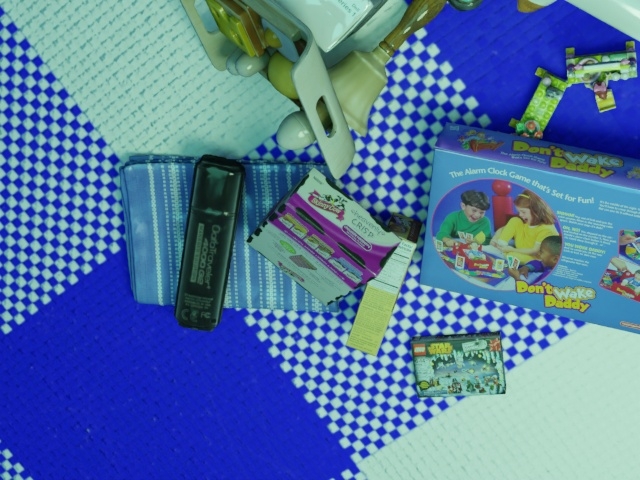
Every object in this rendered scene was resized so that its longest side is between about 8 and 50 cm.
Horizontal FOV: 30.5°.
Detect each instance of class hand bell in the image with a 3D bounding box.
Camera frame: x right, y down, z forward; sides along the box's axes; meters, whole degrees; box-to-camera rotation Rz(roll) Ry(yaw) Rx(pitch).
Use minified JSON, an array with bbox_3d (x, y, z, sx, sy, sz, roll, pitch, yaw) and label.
[{"bbox_3d":[0.100,-0.273,1.641,0.126,0.126,0.242,44,99,-3],"label":"hand bell"}]

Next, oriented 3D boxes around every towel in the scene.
[{"bbox_3d":[-0.139,-0.007,1.795,0.336,0.040,0.243,2,108,11],"label":"towel"}]

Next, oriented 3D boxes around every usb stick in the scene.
[{"bbox_3d":[-0.168,0.006,1.768,0.077,0.045,0.278,10,112,-1],"label":"usb stick"}]

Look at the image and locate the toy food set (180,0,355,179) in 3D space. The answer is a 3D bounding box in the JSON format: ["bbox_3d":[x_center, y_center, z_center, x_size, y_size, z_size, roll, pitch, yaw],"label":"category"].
[{"bbox_3d":[-0.084,-0.231,1.558,0.092,0.220,0.306,-40,54,-10],"label":"toy food set"}]

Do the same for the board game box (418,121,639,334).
[{"bbox_3d":[0.321,-0.014,1.623,0.347,0.078,0.233,13,126,13],"label":"board game box"}]

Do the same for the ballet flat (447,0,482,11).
[{"bbox_3d":[0.159,-0.396,1.587,0.074,0.074,0.203,-31,82,19],"label":"ballet flat"}]

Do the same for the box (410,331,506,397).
[{"bbox_3d":[0.210,0.190,1.785,0.137,0.027,0.094,-5,105,14],"label":"box"}]

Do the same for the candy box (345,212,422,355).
[{"bbox_3d":[0.095,0.063,1.728,0.053,0.109,0.187,21,109,4],"label":"candy box"}]

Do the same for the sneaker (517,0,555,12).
[{"bbox_3d":[0.218,-0.427,1.557,0.290,0.106,0.123,58,146,7],"label":"sneaker"}]

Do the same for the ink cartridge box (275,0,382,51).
[{"bbox_3d":[0.002,-0.347,1.562,0.160,0.219,0.092,45,109,-3],"label":"ink cartridge box"}]

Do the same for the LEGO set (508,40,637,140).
[{"bbox_3d":[0.344,-0.186,1.598,0.287,0.107,0.132,-27,99,18],"label":"LEGO set"}]

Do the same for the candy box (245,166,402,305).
[{"bbox_3d":[0.000,0.000,1.644,0.159,0.233,0.071,39,69,-6],"label":"candy box"}]

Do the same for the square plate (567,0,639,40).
[{"bbox_3d":[0.354,-0.471,1.467,0.344,0.049,0.347,29,86,2],"label":"square plate"}]
